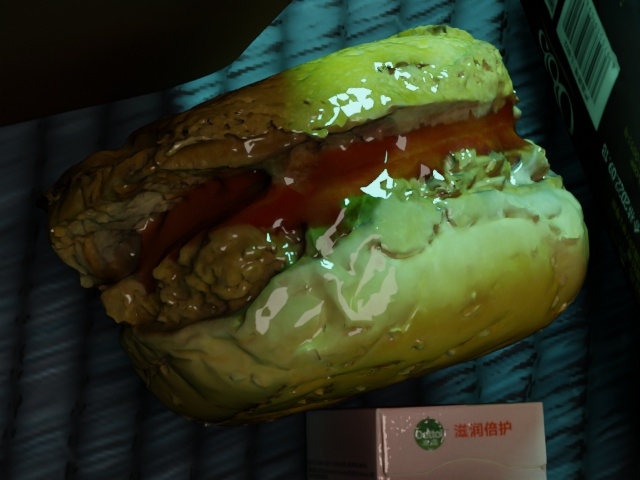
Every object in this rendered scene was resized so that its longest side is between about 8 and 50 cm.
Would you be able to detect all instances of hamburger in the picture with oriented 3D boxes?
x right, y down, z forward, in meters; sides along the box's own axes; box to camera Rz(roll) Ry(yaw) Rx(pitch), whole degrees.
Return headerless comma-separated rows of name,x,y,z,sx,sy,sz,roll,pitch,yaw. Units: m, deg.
hamburger,0.000,0.000,0.937,0.244,0.244,0.163,-20,93,-17

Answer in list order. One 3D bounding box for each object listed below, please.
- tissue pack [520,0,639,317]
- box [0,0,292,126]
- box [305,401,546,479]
tissue pack,0.231,-0.070,0.955,0.198,0.210,0.370,-10,58,-11
box,-0.146,-0.187,0.851,0.239,0.339,0.229,-14,87,-17
box,0.050,0.104,0.994,0.089,0.125,0.043,0,85,-18
